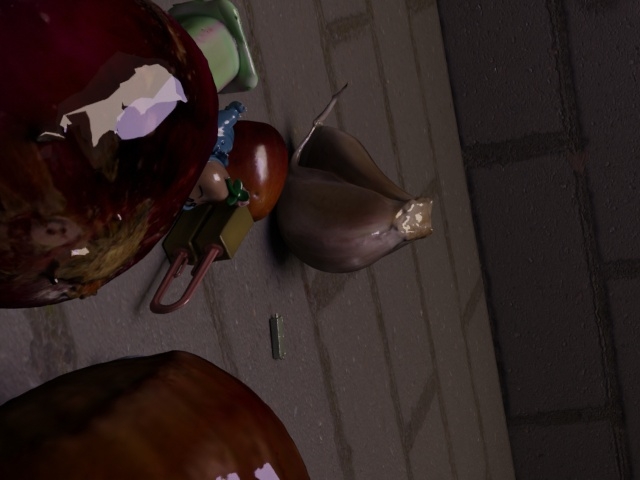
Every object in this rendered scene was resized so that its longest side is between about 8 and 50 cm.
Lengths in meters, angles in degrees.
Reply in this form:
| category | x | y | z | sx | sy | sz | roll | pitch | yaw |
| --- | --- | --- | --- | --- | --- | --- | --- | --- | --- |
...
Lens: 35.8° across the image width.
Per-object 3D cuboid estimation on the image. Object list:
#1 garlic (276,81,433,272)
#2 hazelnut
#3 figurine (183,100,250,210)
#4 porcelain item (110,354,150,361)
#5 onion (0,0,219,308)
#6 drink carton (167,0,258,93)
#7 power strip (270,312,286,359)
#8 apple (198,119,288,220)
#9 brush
| category | x | y | z | sx | sy | sz | roll | pitch | yaw |
| --- | --- | --- | --- | --- | --- | --- | --- | --- | --- |
| garlic | 0.016 | -0.085 | 1.832 | 0.231 | 0.246 | 0.340 | -12 | 61 | -40 |
| hazelnut | -0.175 | 0.310 | 0.925 | 0.420 | 0.353 | 0.421 | 32 | 25 | -17 |
| figurine | -0.154 | -0.113 | 1.416 | 0.178 | 0.144 | 0.114 | -57 | 174 | -14 |
| porcelain item | -0.217 | 0.275 | 1.210 | 0.141 | 0.141 | 0.259 | 42 | 36 | -61 |
| onion | -0.294 | -0.135 | 0.937 | 0.385 | 0.348 | 0.347 | 52 | 15 | 15 |
| drink carton | -0.195 | -0.249 | 1.418 | 0.142 | 0.144 | 0.146 | -54 | 134 | -48 |
| power strip | -0.075 | 0.171 | 1.762 | 0.027 | 0.017 | 0.083 | -2 | 86 | -70 |
| apple | -0.123 | -0.107 | 1.547 | 0.156 | 0.147 | 0.158 | 95 | -9 | -86 |
| brush | -0.182 | 0.026 | 1.407 | 0.233 | 0.103 | 0.047 | -66 | 142 | -52 |
